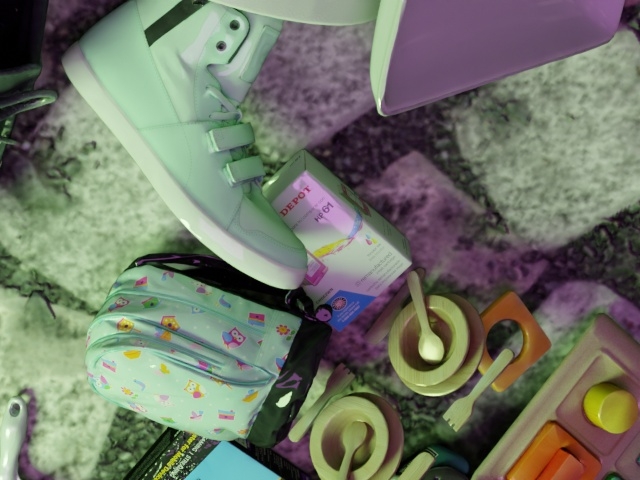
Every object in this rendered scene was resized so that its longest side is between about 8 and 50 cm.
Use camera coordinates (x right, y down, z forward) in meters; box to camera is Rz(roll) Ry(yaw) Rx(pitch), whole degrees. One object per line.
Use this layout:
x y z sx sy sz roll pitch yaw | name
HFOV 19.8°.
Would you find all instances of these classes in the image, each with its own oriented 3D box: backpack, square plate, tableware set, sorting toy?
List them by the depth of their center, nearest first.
0.150 -0.279 1.260 0.049 0.344 0.347 24 117 29 | square plate
-0.096 0.090 1.479 0.182 0.115 0.152 22 138 -3 | backpack
0.055 0.123 1.497 0.194 0.128 0.039 -53 145 9 | tableware set
0.243 0.187 1.540 0.347 0.047 0.196 41 80 -18 | sorting toy

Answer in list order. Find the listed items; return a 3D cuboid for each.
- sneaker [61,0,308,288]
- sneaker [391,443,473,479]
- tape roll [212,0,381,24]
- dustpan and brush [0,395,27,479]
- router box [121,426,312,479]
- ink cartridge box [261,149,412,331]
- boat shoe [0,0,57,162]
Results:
-0.064 -0.092 1.397 0.151 0.094 0.256 -41 90 13 | sneaker
0.066 0.233 1.562 0.302 0.108 0.121 -4 98 -17 | sneaker
-0.044 -0.272 1.264 0.246 0.246 0.169 16 112 -9 | tape roll
-0.278 0.233 1.587 0.147 0.060 0.211 14 120 6 | dustpan and brush
-0.111 0.241 1.595 0.133 0.046 0.179 36 108 -16 | router box
0.000 0.000 1.490 0.122 0.052 0.088 41 107 -16 | ink cartridge box
-0.283 -0.133 1.284 0.186 0.156 0.500 -1 128 -26 | boat shoe
